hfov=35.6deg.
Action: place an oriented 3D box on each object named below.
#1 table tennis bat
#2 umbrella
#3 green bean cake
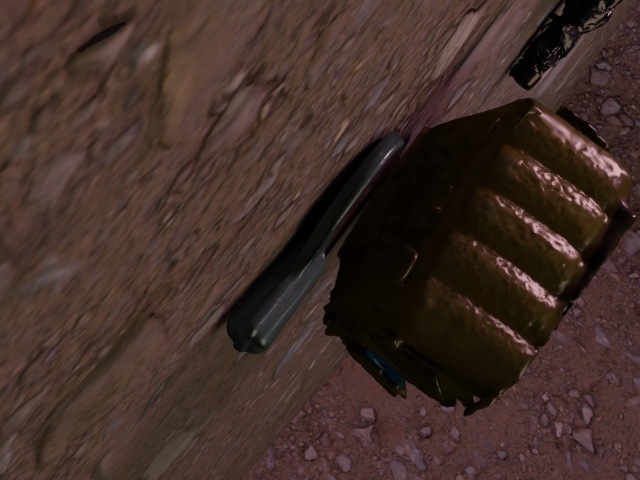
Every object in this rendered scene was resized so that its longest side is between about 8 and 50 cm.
[{"bbox_3d":[0.000,0.000,0.852,0.244,0.040,0.153,-52,175,-31],"label":"table tennis bat"},{"bbox_3d":[0.340,-0.295,1.341,0.224,0.080,0.071,-49,-154,3],"label":"umbrella"},{"bbox_3d":[0.124,0.010,1.005,0.310,0.202,0.285,-53,-172,-20],"label":"green bean cake"}]
